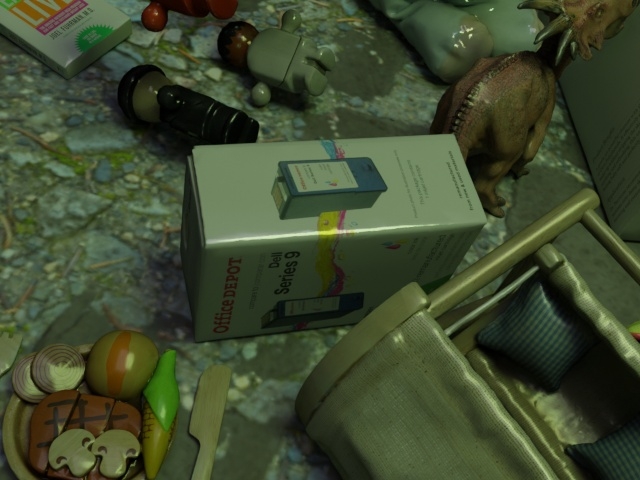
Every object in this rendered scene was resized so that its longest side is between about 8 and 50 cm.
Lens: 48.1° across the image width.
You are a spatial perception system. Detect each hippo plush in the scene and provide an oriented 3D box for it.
[{"bbox_3d":[0.160,-0.358,0.812,0.294,0.237,0.234,41,57,17],"label":"hippo plush"}]

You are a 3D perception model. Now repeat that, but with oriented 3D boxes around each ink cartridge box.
[{"bbox_3d":[0.000,0.000,0.574,0.212,0.154,0.093,-3,58,-15],"label":"ink cartridge box"}]

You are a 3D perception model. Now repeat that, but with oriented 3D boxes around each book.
[{"bbox_3d":[-0.287,-0.237,0.760,0.144,0.035,0.096,34,59,11],"label":"book"}]

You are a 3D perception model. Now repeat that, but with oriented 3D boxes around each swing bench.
[{"bbox_3d":[0.156,0.141,0.503,0.254,0.165,0.253,-25,64,-26],"label":"swing bench"}]

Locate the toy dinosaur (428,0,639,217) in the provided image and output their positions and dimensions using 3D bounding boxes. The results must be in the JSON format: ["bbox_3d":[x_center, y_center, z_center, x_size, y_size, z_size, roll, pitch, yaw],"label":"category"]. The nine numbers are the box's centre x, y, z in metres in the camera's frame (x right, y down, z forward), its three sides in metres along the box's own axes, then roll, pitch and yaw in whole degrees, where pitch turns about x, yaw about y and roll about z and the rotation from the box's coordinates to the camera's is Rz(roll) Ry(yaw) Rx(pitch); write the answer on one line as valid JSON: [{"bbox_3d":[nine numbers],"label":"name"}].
[{"bbox_3d":[0.174,-0.141,0.684,0.127,0.200,0.296,33,56,11],"label":"toy dinosaur"}]

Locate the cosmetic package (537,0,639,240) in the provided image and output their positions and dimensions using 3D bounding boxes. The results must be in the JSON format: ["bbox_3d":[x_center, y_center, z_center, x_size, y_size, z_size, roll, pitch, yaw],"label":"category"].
[{"bbox_3d":[0.375,-0.197,0.772,0.155,0.197,0.366,4,56,-9],"label":"cosmetic package"}]

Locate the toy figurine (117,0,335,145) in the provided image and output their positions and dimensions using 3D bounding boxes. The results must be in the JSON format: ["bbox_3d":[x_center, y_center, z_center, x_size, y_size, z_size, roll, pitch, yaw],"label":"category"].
[{"bbox_3d":[-0.093,-0.209,0.673,0.148,0.213,0.209,24,49,25],"label":"toy figurine"}]

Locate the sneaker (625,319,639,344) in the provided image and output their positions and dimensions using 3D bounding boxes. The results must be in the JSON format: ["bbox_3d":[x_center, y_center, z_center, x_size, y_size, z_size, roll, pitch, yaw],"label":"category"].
[{"bbox_3d":[0.314,0.148,0.591,0.094,0.082,0.209,-4,46,-13],"label":"sneaker"}]

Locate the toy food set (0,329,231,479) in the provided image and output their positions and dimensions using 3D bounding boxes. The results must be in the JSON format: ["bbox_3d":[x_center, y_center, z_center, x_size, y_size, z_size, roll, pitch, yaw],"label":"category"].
[{"bbox_3d":[-0.166,0.123,0.522,0.191,0.039,0.133,9,54,-6],"label":"toy food set"}]
